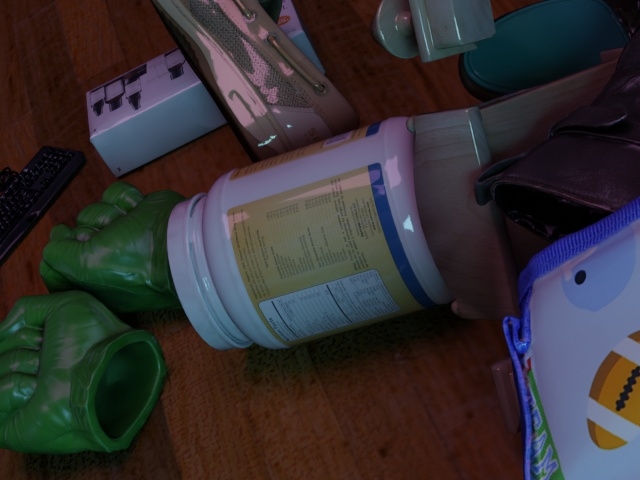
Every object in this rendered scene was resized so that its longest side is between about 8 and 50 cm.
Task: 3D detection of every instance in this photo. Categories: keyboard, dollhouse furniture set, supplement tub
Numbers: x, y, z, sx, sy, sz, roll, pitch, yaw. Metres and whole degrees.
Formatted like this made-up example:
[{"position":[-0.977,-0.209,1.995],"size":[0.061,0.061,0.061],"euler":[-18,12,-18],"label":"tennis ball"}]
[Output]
[{"position":[-0.333,-0.035,1.327],"size":[0.100,0.038,0.192],"euler":[6,49,38],"label":"keyboard"},{"position":[0.154,-0.087,0.929],"size":[0.303,0.355,0.174],"euler":[-21,12,-37],"label":"dollhouse furniture set"},{"position":[0.000,0.000,0.971],"size":[0.199,0.144,0.144],"euler":[-17,39,18],"label":"supplement tub"}]

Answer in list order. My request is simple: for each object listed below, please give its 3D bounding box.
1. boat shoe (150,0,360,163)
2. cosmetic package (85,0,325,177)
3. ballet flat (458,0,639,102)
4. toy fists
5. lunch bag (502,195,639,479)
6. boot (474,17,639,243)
[{"position":[-0.086,-0.210,1.206],"size":[0.110,0.121,0.341],"euler":[-32,74,-2],"label":"boat shoe"},{"position":[-0.121,-0.161,1.306],"size":[0.239,0.060,0.099],"euler":[-26,39,5],"label":"cosmetic package"},{"position":[0.248,-0.160,1.031],"size":[0.280,0.096,0.095],"euler":[-19,71,2],"label":"ballet flat"},{"position":[-0.191,0.058,1.077],"size":[0.142,0.096,0.279],"euler":[-5,45,31],"label":"toy fists"},{"position":[0.270,0.116,0.505],"size":[0.385,0.239,0.328],"euler":[-13,52,19],"label":"lunch bag"},{"position":[0.251,-0.048,0.754],"size":[0.263,0.091,0.229],"euler":[16,47,30],"label":"boot"}]
